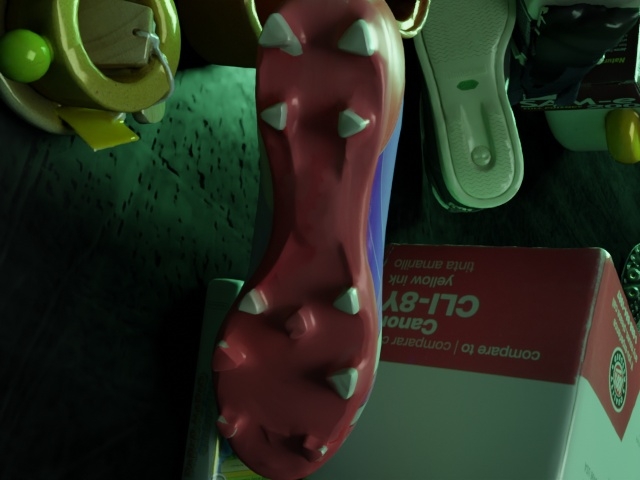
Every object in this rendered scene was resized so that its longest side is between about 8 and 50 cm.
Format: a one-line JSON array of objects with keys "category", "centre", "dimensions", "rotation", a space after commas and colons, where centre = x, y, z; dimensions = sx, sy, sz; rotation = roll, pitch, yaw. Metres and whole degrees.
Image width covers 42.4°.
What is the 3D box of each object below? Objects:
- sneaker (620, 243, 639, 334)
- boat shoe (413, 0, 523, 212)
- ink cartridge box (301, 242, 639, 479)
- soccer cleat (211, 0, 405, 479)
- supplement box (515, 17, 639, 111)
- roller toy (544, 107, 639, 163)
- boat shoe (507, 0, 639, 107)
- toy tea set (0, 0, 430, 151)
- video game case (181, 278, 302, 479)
[{"category": "sneaker", "centre": [0.499, 0.118, 1.262], "dimensions": [0.086, 0.085, 0.237], "rotation": [-35, 121, -81]}, {"category": "boat shoe", "centre": [0.110, -0.138, 0.659], "dimensions": [0.079, 0.084, 0.233], "rotation": [133, -46, -85]}, {"category": "ink cartridge box", "centre": [0.100, 0.235, 0.523], "dimensions": [0.279, 0.160, 0.385], "rotation": [53, 50, -45]}, {"category": "soccer cleat", "centre": [0.000, 0.000, 0.407], "dimensions": [0.095, 0.083, 0.248], "rotation": [-42, 140, -67]}, {"category": "supplement box", "centre": [0.263, -0.253, 0.815], "dimensions": [0.073, 0.130, 0.240], "rotation": [22, 74, -56]}, {"category": "roller toy", "centre": [0.341, -0.197, 0.924], "dimensions": [0.209, 0.146, 0.191], "rotation": [-34, 119, -50]}, {"category": "boat shoe", "centre": [0.187, -0.281, 0.735], "dimensions": [0.158, 0.127, 0.341], "rotation": [102, -9, -65]}, {"category": "toy tea set", "centre": [-0.014, -0.170, 0.400], "dimensions": [0.336, 0.124, 0.200], "rotation": [-30, 117, -52]}, {"category": "video game case", "centre": [-0.006, 0.140, 0.525], "dimensions": [0.227, 0.026, 0.207], "rotation": [17, 78, -57]}]
